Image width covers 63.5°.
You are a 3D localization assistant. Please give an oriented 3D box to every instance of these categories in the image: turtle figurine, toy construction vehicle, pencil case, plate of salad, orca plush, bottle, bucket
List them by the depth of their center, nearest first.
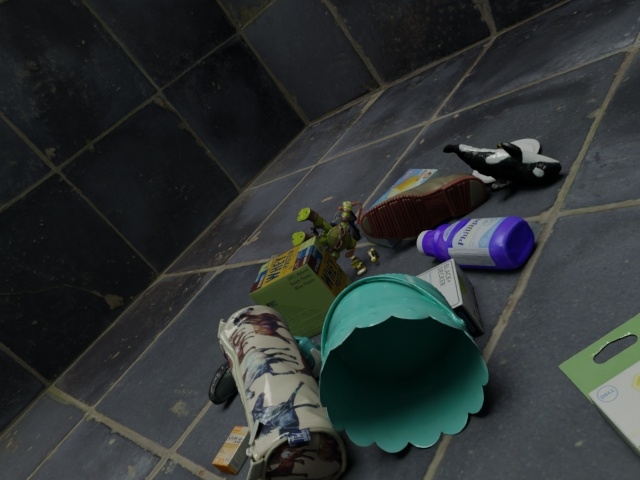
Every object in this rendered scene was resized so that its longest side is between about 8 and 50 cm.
[{"bbox_3d":[0.131,0.201,0.902,0.281,0.281,0.183,-33,18,13],"label":"bucket"},{"bbox_3d":[-0.098,0.300,1.048,0.159,0.184,0.410,-62,32,17],"label":"pencil case"},{"bbox_3d":[0.341,0.006,1.187,0.118,0.092,0.283,-48,22,-22],"label":"bottle"},{"bbox_3d":[0.445,-0.179,1.313,0.288,0.151,0.102,22,81,21],"label":"orca plush"},{"bbox_3d":[0.517,-0.233,1.462,0.200,0.048,0.199,-34,21,15],"label":"plate of salad"},{"bbox_3d":[0.027,0.001,1.478,0.087,0.218,0.269,25,96,54],"label":"turtle figurine"},{"bbox_3d":[0.127,0.056,1.522,0.086,0.035,0.098,-34,21,13],"label":"toy construction vehicle"}]

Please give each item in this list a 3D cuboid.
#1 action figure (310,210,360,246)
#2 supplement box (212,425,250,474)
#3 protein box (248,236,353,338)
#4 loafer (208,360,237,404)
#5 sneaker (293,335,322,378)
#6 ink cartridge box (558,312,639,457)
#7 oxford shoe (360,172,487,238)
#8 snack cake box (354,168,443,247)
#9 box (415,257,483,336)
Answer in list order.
[{"bbox_3d":[0.000,0.000,1.771,0.285,0.099,0.185,-33,26,24],"label":"action figure"},{"bbox_3d":[-0.192,0.473,1.172,0.062,0.036,0.098,-17,29,44],"label":"supplement box"},{"bbox_3d":[-0.042,0.137,1.396,0.200,0.201,0.136,-29,23,25],"label":"protein box"},{"bbox_3d":[-0.226,0.353,1.426,0.078,0.076,0.223,-28,18,46],"label":"loafer"},{"bbox_3d":[-0.085,0.274,1.312,0.275,0.110,0.107,-12,33,52],"label":"sneaker"},{"bbox_3d":[0.447,0.180,0.704,0.171,0.056,0.235,-36,22,8],"label":"ink cartridge box"},{"bbox_3d":[0.279,-0.097,1.447,0.349,0.122,0.130,-16,20,7],"label":"oxford shoe"},{"bbox_3d":[0.249,-0.103,1.577,0.264,0.089,0.152,-43,20,-12],"label":"snack cake box"},{"bbox_3d":[0.186,0.172,1.104,0.290,0.087,0.169,-29,23,23],"label":"box"}]
